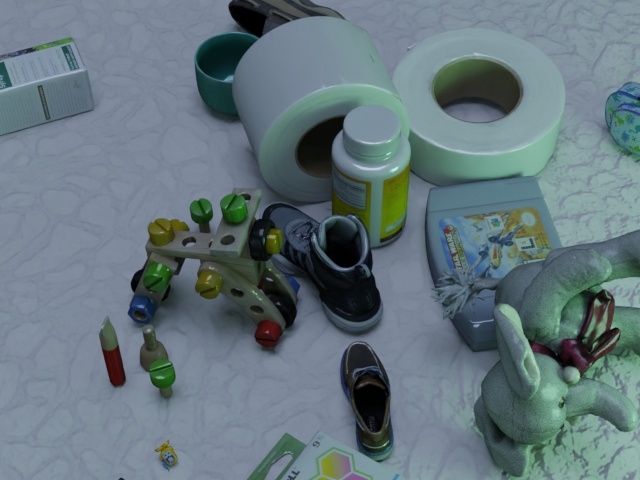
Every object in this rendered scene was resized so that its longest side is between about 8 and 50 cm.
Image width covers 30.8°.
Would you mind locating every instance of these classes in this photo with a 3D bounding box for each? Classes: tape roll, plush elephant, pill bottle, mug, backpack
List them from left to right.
[{"bbox_3d":[-0.140,-0.266,1.963,0.129,0.097,0.158,-19,53,-15],"label":"mug"},{"bbox_3d":[-0.001,-0.202,1.811,0.246,0.246,0.169,-13,51,-10],"label":"tape roll"},{"bbox_3d":[0.075,-0.097,1.738,0.117,0.215,0.117,0,50,0],"label":"pill bottle"},{"bbox_3d":[0.252,-0.217,1.902,0.286,0.100,0.286,-1,55,2],"label":"tape roll"},{"bbox_3d":[0.306,0.154,1.497,0.330,0.272,0.255,0,55,6],"label":"plush elephant"},{"bbox_3d":[0.519,-0.199,1.892,0.084,0.105,0.114,-36,53,-27],"label":"backpack"}]

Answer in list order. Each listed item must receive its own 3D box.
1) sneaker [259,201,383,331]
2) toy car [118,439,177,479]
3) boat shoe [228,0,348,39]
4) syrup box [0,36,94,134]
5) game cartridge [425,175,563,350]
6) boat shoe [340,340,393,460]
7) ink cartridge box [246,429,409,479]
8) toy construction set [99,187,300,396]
[{"bbox_3d":[0.000,0.000,1.697,0.101,0.153,0.268,-28,55,-22],"label":"sneaker"},{"bbox_3d":[-0.231,0.311,1.503,0.122,0.060,0.040,-36,90,-19],"label":"toy car"},{"bbox_3d":[-0.040,-0.344,2.025,0.130,0.132,0.355,-33,48,-13],"label":"boat shoe"},{"bbox_3d":[-0.513,-0.252,1.958,0.237,0.096,0.093,-17,52,-15],"label":"syrup box"},{"bbox_3d":[0.263,0.026,1.739,0.198,0.062,0.297,-5,50,-9],"label":"game cartridge"},{"bbox_3d":[0.069,0.204,1.579,0.066,0.066,0.183,-9,50,-7],"label":"boat shoe"},{"bbox_3d":[0.009,0.318,1.486,0.209,0.062,0.109,27,56,22],"label":"ink cartridge box"},{"bbox_3d":[-0.183,0.045,1.607,0.257,0.237,0.309,31,57,24],"label":"toy construction set"}]
